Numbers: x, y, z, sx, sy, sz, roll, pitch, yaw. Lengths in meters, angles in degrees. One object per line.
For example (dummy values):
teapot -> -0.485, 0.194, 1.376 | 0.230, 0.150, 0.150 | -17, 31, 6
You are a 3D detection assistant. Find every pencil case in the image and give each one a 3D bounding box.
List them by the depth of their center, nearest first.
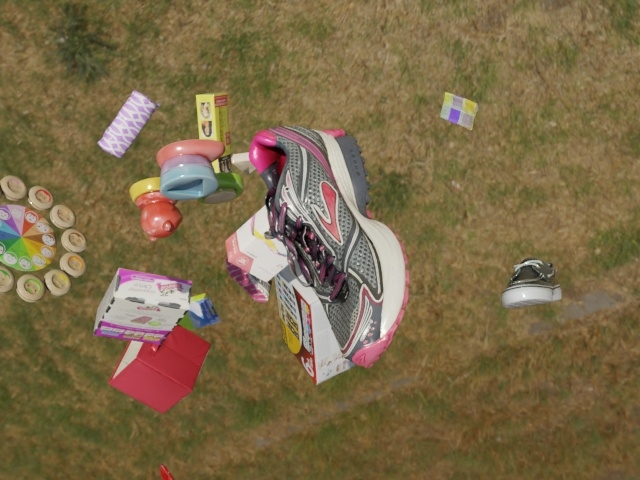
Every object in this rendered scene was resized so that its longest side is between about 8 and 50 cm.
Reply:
pencil case -> -0.557, -0.337, 1.950 | 0.086, 0.088, 0.206 | 37, 87, -41

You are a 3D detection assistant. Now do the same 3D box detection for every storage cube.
storage cube -> -0.473, 0.363, 1.998 | 0.193, 0.183, 0.215 | 35, 130, -17

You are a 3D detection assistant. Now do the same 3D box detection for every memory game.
memory game -> -0.387, -0.005, 0.881 | 0.012, 0.186, 0.186 | -34, 112, 33

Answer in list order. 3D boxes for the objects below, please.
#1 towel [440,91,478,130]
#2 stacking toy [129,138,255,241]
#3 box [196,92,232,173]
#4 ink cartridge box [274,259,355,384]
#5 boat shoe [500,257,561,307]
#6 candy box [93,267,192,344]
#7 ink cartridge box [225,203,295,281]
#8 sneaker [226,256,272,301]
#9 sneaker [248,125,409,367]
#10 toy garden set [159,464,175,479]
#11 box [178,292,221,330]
towel -> 0.289, -0.270, 1.411 | 0.083, 0.009, 0.060 | 33, 130, 31
stacking toy -> -0.281, -0.107, 1.608 | 0.279, 0.130, 0.309 | -1, 158, -32
box -> -0.292, -0.288, 1.867 | 0.058, 0.087, 0.232 | 3, 106, 20
ink cartridge box -> -0.033, 0.178, 1.817 | 0.130, 0.272, 0.309 | -22, 132, -21
boat shoe -> 0.526, 0.104, 1.705 | 0.121, 0.335, 0.119 | -11, 83, 27
candy box -> -0.392, 0.149, 1.479 | 0.159, 0.071, 0.233 | 13, 148, -24
ink cartridge box -> -0.090, -0.011, 1.417 | 0.198, 0.067, 0.115 | -40, 131, 22
sneaker -> -0.188, 0.086, 1.820 | 0.063, 0.075, 0.170 | -20, 119, 36
sneaker -> 0.000, 0.000, 0.713 | 0.112, 0.299, 0.121 | 4, 137, -29
toy garden set -> -0.122, 0.307, 0.565 | 0.049, 0.204, 0.244 | -11, 124, 0
box -> -0.428, 0.243, 2.248 | 0.178, 0.042, 0.109 | -15, 117, 11
